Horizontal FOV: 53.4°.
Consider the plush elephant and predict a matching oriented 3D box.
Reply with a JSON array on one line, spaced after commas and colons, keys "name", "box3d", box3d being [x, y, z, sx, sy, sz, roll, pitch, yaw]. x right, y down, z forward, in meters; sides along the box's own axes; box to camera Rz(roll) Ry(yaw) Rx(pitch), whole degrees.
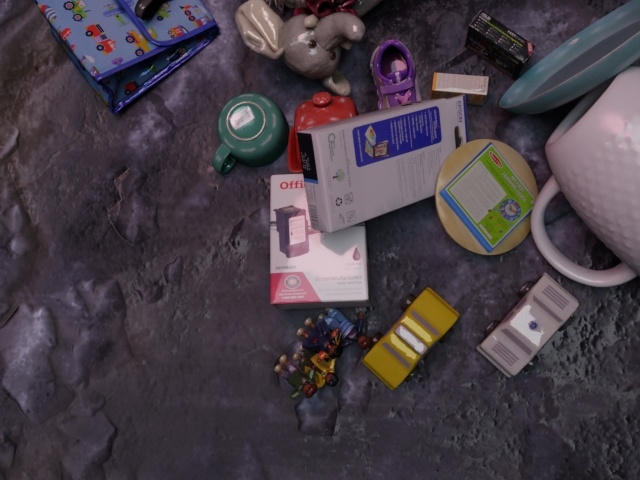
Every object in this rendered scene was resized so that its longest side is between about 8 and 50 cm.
[{"name": "plush elephant", "box3d": [0.002, -0.406, 1.117, 0.330, 0.271, 0.256, -17, 72, 49]}]

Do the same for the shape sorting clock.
[{"name": "shape sorting clock", "box3d": [0.296, -0.077, 1.134, 0.206, 0.040, 0.206, 0, 91, -14]}]

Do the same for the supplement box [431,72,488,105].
[{"name": "supplement box", "box3d": [0.256, -0.279, 1.177, 0.098, 0.062, 0.036, 7, 84, 9]}]

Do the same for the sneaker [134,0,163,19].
[{"name": "sneaker", "box3d": [-0.331, -0.490, 1.202, 0.089, 0.051, 0.170, 28, 57, -5]}]

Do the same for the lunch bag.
[{"name": "lunch bag", "box3d": [-0.360, -0.433, 1.257, 0.293, 0.138, 0.221, -37, 80, -14]}]

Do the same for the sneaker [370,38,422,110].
[{"name": "sneaker", "box3d": [0.146, -0.264, 1.168, 0.095, 0.104, 0.237, -14, 85, 3]}]

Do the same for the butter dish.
[{"name": "butter dish", "box3d": [0.011, -0.211, 1.147, 0.159, 0.118, 0.160, -8, 43, 7]}]

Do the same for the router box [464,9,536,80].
[{"name": "router box", "box3d": [0.325, -0.354, 1.162, 0.122, 0.092, 0.038, 38, 89, 9]}]

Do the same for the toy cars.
[{"name": "toy cars", "box3d": [0.262, 0.161, 1.114, 0.393, 0.087, 0.177, -8, 83, 6]}]

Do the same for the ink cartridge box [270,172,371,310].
[{"name": "ink cartridge box", "box3d": [0.000, 0.000, 1.148, 0.171, 0.100, 0.237, -3, 76, 7]}]

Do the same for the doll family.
[{"name": "doll family", "box3d": [0.010, 0.202, 1.140, 0.111, 0.076, 0.193, 32, 93, 38]}]

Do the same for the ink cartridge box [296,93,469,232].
[{"name": "ink cartridge box", "box3d": [0.119, -0.139, 1.080, 0.332, 0.065, 0.166, -19, 110, -31]}]

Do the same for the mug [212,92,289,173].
[{"name": "mug", "box3d": [-0.132, -0.199, 1.200, 0.129, 0.097, 0.158, 11, 85, 8]}]

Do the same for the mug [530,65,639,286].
[{"name": "mug", "box3d": [0.510, -0.073, 1.024, 0.328, 0.276, 0.374, 41, 128, 2]}]

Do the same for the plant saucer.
[{"name": "plant saucer", "box3d": [0.441, -0.301, 1.042, 0.317, 0.317, 0.044, -38, 101, 2]}]
